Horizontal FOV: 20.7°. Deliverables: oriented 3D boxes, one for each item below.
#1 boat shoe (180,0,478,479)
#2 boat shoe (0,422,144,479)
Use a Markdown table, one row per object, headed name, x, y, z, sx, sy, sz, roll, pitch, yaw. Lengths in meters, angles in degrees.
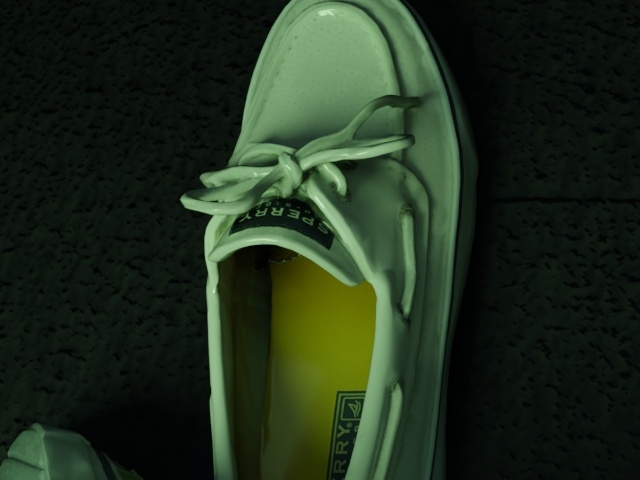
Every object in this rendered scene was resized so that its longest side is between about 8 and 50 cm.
| name | x | y | z | sx | sy | sz | roll | pitch | yaw |
| --- | --- | --- | --- | --- | --- | --- | --- | --- | --- |
| boat shoe | -0.008 | 0.002 | 0.878 | 0.135 | 0.156 | 0.367 | -4 | 64 | 20 |
| boat shoe | -0.102 | 0.161 | 0.821 | 0.109 | 0.094 | 0.302 | -65 | 19 | -4 |
